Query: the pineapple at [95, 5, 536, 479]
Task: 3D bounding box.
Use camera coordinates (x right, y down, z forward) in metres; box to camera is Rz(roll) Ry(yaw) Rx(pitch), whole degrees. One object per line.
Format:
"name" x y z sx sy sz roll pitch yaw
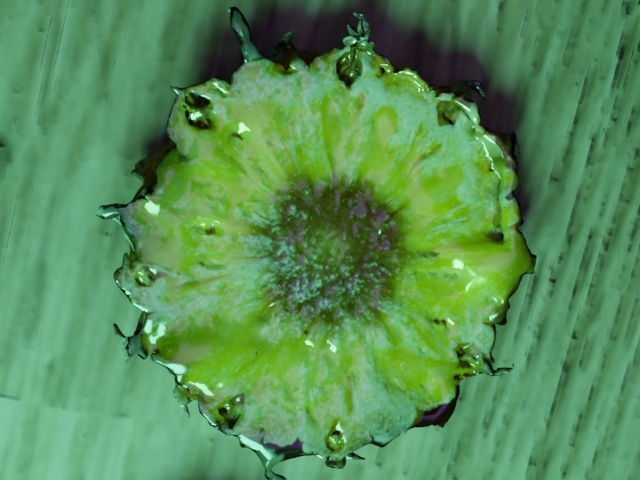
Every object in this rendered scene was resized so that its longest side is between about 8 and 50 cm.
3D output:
"pineapple" 0.000 0.000 0.507 0.221 0.047 0.221 -2 99 -12
